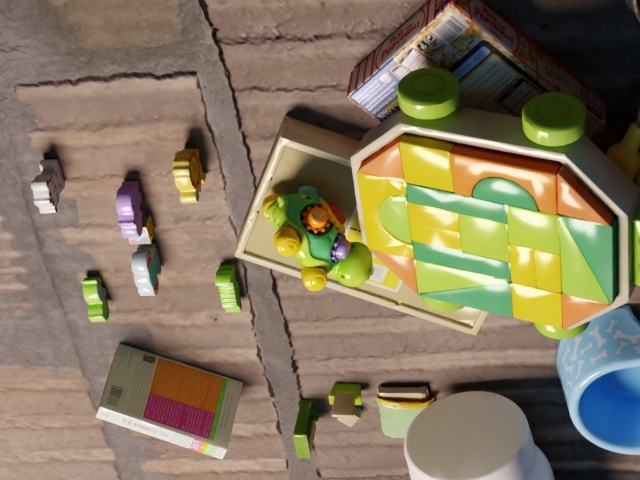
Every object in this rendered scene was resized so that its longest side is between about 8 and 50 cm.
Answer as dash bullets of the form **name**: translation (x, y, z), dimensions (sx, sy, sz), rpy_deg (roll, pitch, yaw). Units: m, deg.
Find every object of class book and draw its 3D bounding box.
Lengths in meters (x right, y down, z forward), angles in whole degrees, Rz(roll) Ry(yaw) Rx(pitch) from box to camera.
- **book**: translation (-0.163, 0.175, 1.903), dimensions (0.144, 0.096, 0.035), rpy_deg (20, 131, -8)

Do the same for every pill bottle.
- **pill bottle**: translation (0.186, 0.310, 1.920), dimensions (0.160, 0.160, 0.283), rpy_deg (-7, 128, 15)

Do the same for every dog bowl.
- **dog bowl**: translation (0.389, 0.140, 1.797), dimensions (0.297, 0.074, 0.166), rpy_deg (-11, 128, 17)

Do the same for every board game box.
- **board game box**: translation (0.145, -0.131, 1.623), dimensions (0.193, 0.045, 0.147), rpy_deg (36, 126, -21)

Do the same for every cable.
- **cable**: translation (0.320, -0.132, 1.570), dimensions (0.139, 0.072, 0.287), rpy_deg (-5, 128, -13)

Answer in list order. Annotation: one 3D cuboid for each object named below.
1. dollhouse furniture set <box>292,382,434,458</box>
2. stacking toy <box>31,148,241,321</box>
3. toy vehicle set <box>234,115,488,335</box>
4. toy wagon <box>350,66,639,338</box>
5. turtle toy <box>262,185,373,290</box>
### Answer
- **dollhouse furniture set**: translation (0.049, 0.202, 1.916), dimensions (0.151, 0.059, 0.076), rpy_deg (0, 131, 10)
- **stacking toy**: translation (-0.184, 0.002, 1.788), dimensions (0.167, 0.052, 0.221), rpy_deg (-3, 130, 13)
- **toy vehicle set**: translation (0.063, -0.011, 1.746), dimensions (0.266, 0.035, 0.166), rpy_deg (19, 131, -7)
- **toy wagon**: translation (0.196, -0.018, 1.596), dimensions (0.344, 0.068, 0.267), rpy_deg (13, 138, 23)
- **turtle toy**: translation (0.000, 0.000, 1.690), dimensions (0.066, 0.095, 0.130), rpy_deg (-34, 121, 8)
